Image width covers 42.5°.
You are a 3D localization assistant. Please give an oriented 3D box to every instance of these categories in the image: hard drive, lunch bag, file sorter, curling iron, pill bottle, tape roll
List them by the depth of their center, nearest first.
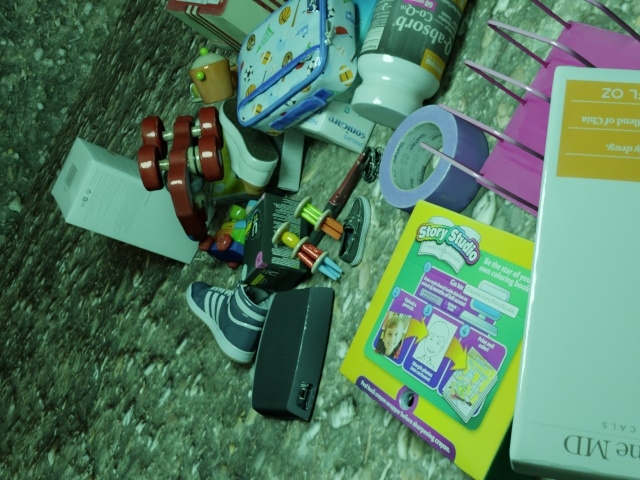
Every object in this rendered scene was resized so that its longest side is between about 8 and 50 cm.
[{"bbox_3d":[0.308,-0.206,1.199,0.291,0.182,0.202,-61,34,10],"label":"file sorter"},{"bbox_3d":[0.192,-0.131,1.415,0.189,0.080,0.189,-33,45,42],"label":"tape roll"},{"bbox_3d":[0.160,-0.356,1.517,0.162,0.162,0.279,9,79,56],"label":"pill bottle"},{"bbox_3d":[-0.059,0.213,1.593,0.172,0.054,0.255,-11,62,52],"label":"hard drive"},{"bbox_3d":[-0.049,-0.350,1.631,0.303,0.115,0.243,-27,53,46],"label":"lunch bag"},{"bbox_3d":[0.040,-0.077,1.640,0.274,0.035,0.068,-52,37,23],"label":"curling iron"}]

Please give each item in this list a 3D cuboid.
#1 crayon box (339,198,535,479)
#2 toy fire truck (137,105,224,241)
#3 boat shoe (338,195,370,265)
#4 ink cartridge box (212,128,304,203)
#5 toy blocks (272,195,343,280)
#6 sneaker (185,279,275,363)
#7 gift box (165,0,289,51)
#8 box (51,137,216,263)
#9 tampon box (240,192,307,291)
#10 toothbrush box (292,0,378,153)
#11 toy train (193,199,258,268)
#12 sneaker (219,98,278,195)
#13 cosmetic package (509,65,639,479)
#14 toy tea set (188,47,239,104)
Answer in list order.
[{"bbox_3d":[0.216,0.134,1.202,0.363,0.106,0.313,29,94,56],"label":"crayon box"},{"bbox_3d":[-0.290,-0.139,1.840,0.302,0.169,0.254,-99,-2,-51],"label":"toy fire truck"},{"bbox_3d":[0.063,-0.023,1.569,0.049,0.040,0.142,-18,57,50],"label":"boat shoe"},{"bbox_3d":[-0.140,-0.251,1.938,0.303,0.072,0.307,-6,76,55],"label":"ink cartridge box"},{"bbox_3d":[0.000,0.000,1.602,0.123,0.148,0.054,-50,-14,-14],"label":"toy blocks"},{"bbox_3d":[-0.193,0.128,1.791,0.282,0.099,0.153,44,113,48],"label":"sneaker"},{"bbox_3d":[-0.193,-0.604,2.093,0.276,0.258,0.255,25,90,37],"label":"gift box"},{"bbox_3d":[-0.477,-0.100,2.106,0.168,0.345,0.215,-63,33,9],"label":"box"},{"bbox_3d":[-0.094,0.007,1.699,0.120,0.101,0.161,134,143,-53],"label":"tampon box"},{"bbox_3d":[0.046,-0.351,1.709,0.216,0.126,0.296,26,93,56],"label":"toothbrush box"},{"bbox_3d":[-0.214,-0.019,1.918,0.248,0.105,0.143,-1,60,55],"label":"toy train"},{"bbox_3d":[-0.174,-0.207,1.828,0.290,0.105,0.123,-110,31,-48],"label":"sneaker"},{"bbox_3d":[0.351,0.043,0.920,0.230,0.161,0.453,5,73,16],"label":"cosmetic package"},{"bbox_3d":[-0.234,-0.414,1.990,0.336,0.200,0.124,26,136,69],"label":"toy tea set"}]
